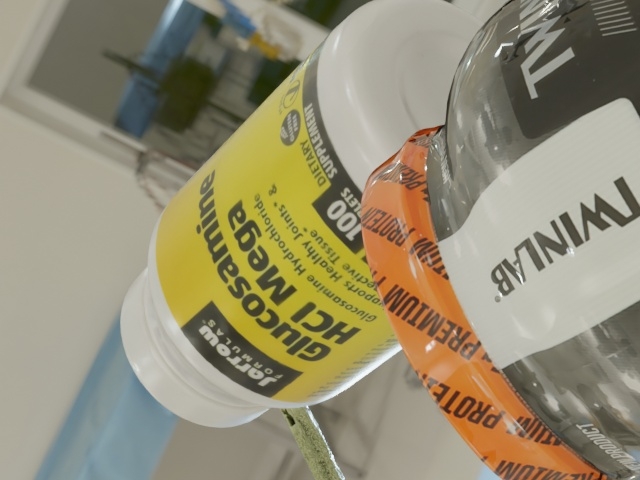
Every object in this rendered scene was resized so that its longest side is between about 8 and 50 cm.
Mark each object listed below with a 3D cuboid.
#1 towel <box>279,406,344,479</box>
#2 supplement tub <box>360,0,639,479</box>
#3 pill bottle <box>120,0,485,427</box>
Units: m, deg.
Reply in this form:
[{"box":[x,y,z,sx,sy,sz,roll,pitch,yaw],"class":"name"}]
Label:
[{"box":[-0.005,0.198,1.344,0.027,0.148,0.110,-26,21,-4],"class":"towel"},{"box":[0.191,-0.049,0.491,0.338,0.207,0.207,-35,26,25],"class":"supplement tub"},{"box":[0.000,0.000,0.975,0.334,0.188,0.188,-42,25,44],"class":"pill bottle"}]
